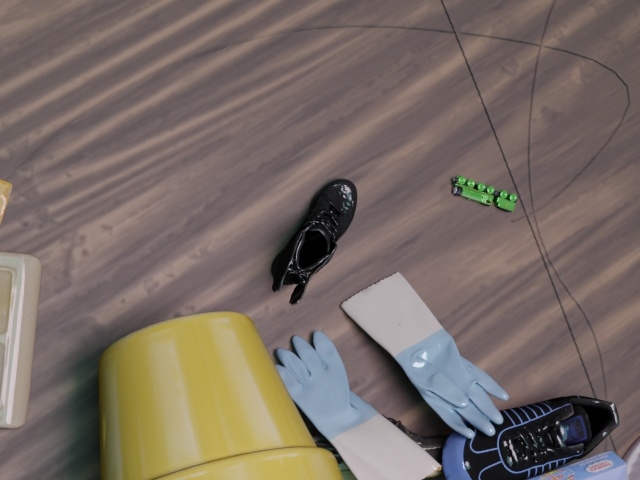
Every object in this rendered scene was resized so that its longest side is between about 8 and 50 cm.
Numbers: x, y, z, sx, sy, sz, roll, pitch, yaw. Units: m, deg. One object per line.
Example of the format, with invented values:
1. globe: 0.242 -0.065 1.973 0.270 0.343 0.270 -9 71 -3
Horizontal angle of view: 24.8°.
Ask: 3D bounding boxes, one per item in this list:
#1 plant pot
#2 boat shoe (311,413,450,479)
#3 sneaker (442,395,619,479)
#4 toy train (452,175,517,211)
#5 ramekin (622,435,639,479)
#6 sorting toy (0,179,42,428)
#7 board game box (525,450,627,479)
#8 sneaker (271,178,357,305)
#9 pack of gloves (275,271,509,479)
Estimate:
1. plant pot: -0.115 0.209 1.446 0.254 0.254 0.239 -9 71 -19
2. boat shoe: 0.068 0.225 1.576 0.223 0.080 0.073 -8 89 -14
3. sneaker: 0.231 0.213 1.579 0.232 0.090 0.081 -15 86 -45
4. toy train: 0.190 -0.053 1.688 0.083 0.017 0.024 17 88 -15
5. ramekin: 0.451 0.306 1.670 0.207 0.109 0.207 3 81 -17
6. sorting toy: -0.384 0.091 1.468 0.196 0.047 0.348 7 80 -17
7. board game box: 0.261 0.349 1.592 0.160 0.039 0.212 -16 115 -19
8. sneaker: -0.002 -0.002 1.581 0.051 0.089 0.170 38 73 -9
9. pack of gloves: 0.074 0.163 1.568 0.195 0.046 0.232 -28 56 -21
